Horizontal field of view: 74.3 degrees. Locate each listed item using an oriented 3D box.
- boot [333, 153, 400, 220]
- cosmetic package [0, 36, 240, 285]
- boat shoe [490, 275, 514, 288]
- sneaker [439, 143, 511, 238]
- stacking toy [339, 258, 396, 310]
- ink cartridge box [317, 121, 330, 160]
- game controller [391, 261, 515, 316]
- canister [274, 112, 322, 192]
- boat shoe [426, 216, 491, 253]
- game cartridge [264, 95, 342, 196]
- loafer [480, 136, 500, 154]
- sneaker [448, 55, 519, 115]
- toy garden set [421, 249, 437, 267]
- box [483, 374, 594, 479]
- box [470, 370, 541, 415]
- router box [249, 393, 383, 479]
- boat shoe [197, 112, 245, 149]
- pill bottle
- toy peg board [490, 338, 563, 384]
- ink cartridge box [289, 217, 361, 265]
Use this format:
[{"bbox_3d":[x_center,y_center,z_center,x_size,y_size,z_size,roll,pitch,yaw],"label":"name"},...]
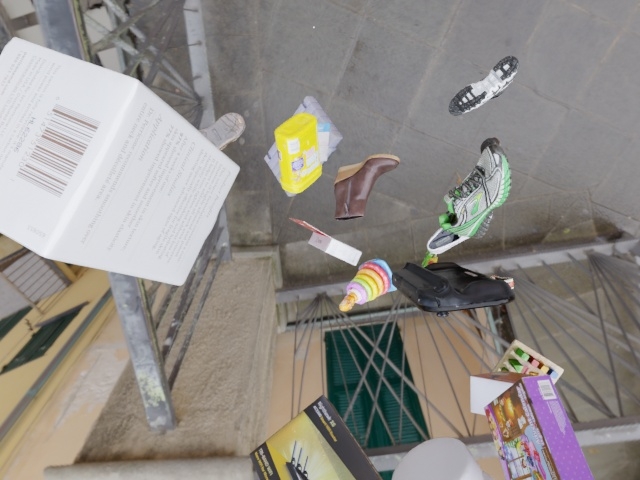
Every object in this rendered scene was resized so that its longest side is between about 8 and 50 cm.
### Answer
[{"bbox_3d":[0.156,-0.175,1.447,0.249,0.206,0.090,-10,157,33],"label":"boot"},{"bbox_3d":[-0.445,-0.132,0.890,0.328,0.394,0.329,23,83,18],"label":"cosmetic package"},{"bbox_3d":[0.718,0.164,1.722,0.049,0.137,0.043,-29,114,-35],"label":"boat shoe"},{"bbox_3d":[0.460,-0.135,1.271,0.147,0.134,0.343,4,135,-4],"label":"sneaker"},{"bbox_3d":[0.177,0.217,1.845,0.175,0.302,0.165,-22,99,50],"label":"stacking toy"},{"bbox_3d":[-0.033,-0.317,1.389,0.092,0.090,0.143,13,109,26],"label":"ink cartridge box"},{"bbox_3d":[0.245,0.088,0.836,0.167,0.319,0.067,2,94,-1],"label":"game controller"},{"bbox_3d":[-0.055,-0.224,1.082,0.073,0.126,0.169,28,146,25],"label":"canister"},{"bbox_3d":[0.485,-0.037,1.473,0.258,0.084,0.095,-42,74,15],"label":"boat shoe"},{"bbox_3d":[-0.076,-0.370,1.714,0.230,0.068,0.355,55,129,13],"label":"game cartridge"},{"bbox_3d":[0.706,-0.350,1.727,0.078,0.080,0.220,-28,152,1],"label":"loafer"},{"bbox_3d":[0.515,-0.465,1.324,0.234,0.106,0.078,-37,71,23],"label":"sneaker"},{"bbox_3d":[0.503,0.085,1.900,0.049,0.244,0.203,26,151,8],"label":"toy garden set"},{"bbox_3d":[0.390,0.412,0.738,0.057,0.293,0.200,-4,144,-5],"label":"box"},{"bbox_3d":[0.477,0.385,1.056,0.171,0.130,0.090,8,80,-39],"label":"box"},{"bbox_3d":[-0.001,0.570,1.008,0.243,0.309,0.081,-38,133,-8],"label":"router box"},{"bbox_3d":[-0.448,-0.409,1.738,0.325,0.116,0.123,-25,98,3],"label":"boat shoe"},{"bbox_3d":[0.333,0.653,0.920,0.224,0.224,0.392,-30,94,13],"label":"pill bottle"},{"bbox_3d":[0.613,0.411,1.255,0.161,0.079,0.161,33,97,9],"label":"toy peg board"},{"bbox_3d":[0.000,0.000,1.705,0.261,0.296,0.066,27,89,-15],"label":"ink cartridge box"}]
